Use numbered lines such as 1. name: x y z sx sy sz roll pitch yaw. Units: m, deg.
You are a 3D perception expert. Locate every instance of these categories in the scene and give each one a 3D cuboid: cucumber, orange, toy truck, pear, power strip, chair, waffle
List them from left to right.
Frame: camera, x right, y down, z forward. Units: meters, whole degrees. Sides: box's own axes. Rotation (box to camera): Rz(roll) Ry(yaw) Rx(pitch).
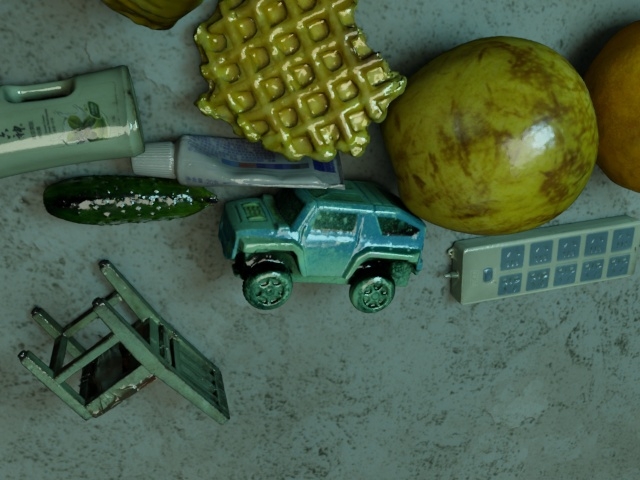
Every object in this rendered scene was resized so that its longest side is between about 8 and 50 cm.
1. chair: -0.273 0.181 0.944 0.147 0.136 0.270 -36 118 2
2. cucumber: -0.252 -0.055 0.894 0.227 0.069 0.069 -3 113 -20
3. waffle: -0.025 -0.236 0.838 0.290 0.051 0.291 1 99 8
4. toy truck: 0.000 0.000 0.933 0.278 0.155 0.156 4 114 -18
5. pear: 0.220 -0.133 0.882 0.280 0.281 0.281 -6 113 -14
6. power strip: 0.376 0.033 1.119 0.367 0.043 0.106 -8 113 -12
7. orange: 0.501 -0.191 0.944 0.260 0.261 0.261 -6 113 -14

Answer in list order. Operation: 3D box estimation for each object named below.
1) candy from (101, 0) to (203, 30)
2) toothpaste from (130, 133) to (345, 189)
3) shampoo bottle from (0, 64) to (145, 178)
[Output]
1. candy: -0.148 -0.350 0.695 0.118 0.260 0.260 25 103 -20
2. toothpaste: -0.110 -0.107 0.893 0.282 0.068 0.099 2 69 -9
3. shampoo bottle: -0.341 -0.141 0.808 0.234 0.087 0.118 -12 76 -11
